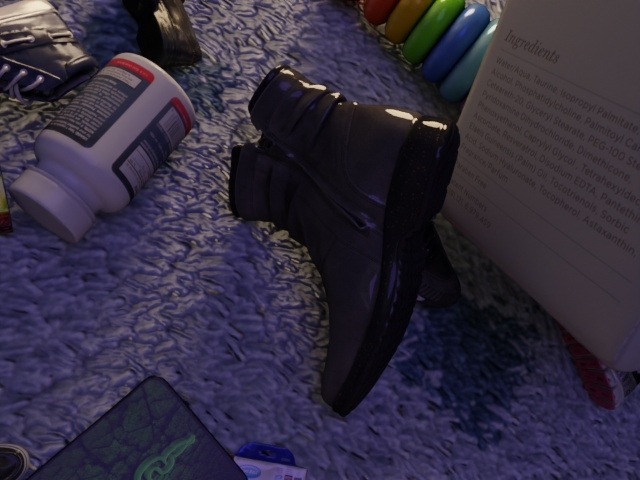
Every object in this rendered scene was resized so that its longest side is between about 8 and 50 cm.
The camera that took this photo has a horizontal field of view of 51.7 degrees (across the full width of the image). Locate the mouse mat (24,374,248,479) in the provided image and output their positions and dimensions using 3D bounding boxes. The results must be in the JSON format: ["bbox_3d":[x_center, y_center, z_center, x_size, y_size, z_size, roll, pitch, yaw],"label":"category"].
[{"bbox_3d":[-0.182,0.243,0.626,0.189,0.007,0.153,-41,86,-19],"label":"mouse mat"}]

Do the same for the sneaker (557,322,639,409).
[{"bbox_3d":[0.365,0.126,0.852,0.074,0.063,0.171,-18,87,-24],"label":"sneaker"}]

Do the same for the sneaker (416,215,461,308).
[{"bbox_3d":[0.098,-0.026,0.763,0.078,0.106,0.234,-34,88,-36],"label":"sneaker"}]

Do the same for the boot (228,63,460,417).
[{"bbox_3d":[0.000,0.000,0.715,0.222,0.118,0.338,19,101,19],"label":"boot"}]

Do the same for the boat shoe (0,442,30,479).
[{"bbox_3d":[-0.330,0.213,0.574,0.142,0.040,0.049,-11,79,-23],"label":"boat shoe"}]

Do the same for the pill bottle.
[{"bbox_3d":[-0.220,-0.091,0.665,0.108,0.108,0.180,38,66,-7],"label":"pill bottle"}]

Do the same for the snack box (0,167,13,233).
[{"bbox_3d":[-0.412,-0.078,0.608,0.207,0.070,0.175,-11,78,-25],"label":"snack box"}]

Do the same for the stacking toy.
[{"bbox_3d":[0.142,-0.284,0.852,0.330,0.141,0.141,40,65,-1],"label":"stacking toy"}]

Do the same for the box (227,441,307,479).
[{"bbox_3d":[-0.062,0.277,0.666,0.081,0.028,0.136,15,73,-16],"label":"box"}]

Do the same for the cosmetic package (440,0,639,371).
[{"bbox_3d":[0.378,-0.123,0.668,0.329,0.327,0.394,4,119,-27],"label":"cosmetic package"}]

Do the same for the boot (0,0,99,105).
[{"bbox_3d":[-0.294,-0.160,0.608,0.086,0.069,0.190,48,46,-6],"label":"boot"}]

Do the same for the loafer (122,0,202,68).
[{"bbox_3d":[-0.187,-0.276,0.763,0.061,0.062,0.170,-10,82,-45],"label":"loafer"}]
